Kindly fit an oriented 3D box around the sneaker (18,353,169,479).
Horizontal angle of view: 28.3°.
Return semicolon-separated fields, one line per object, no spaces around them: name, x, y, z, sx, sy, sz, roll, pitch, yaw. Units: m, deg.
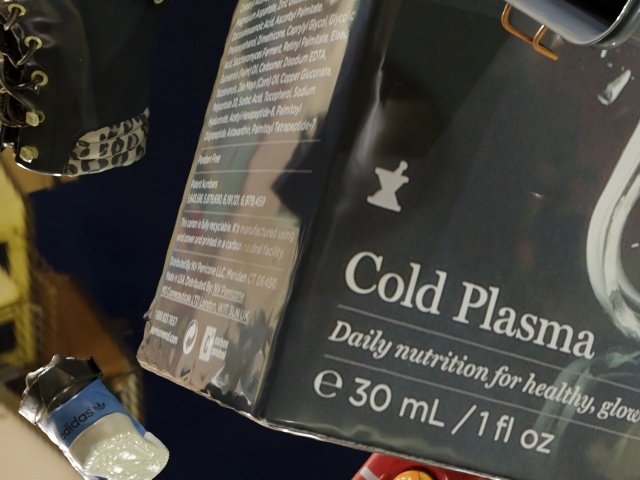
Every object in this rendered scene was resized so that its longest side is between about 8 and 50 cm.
sneaker;-0.150;0.120;0.832;0.084;0.058;0.152;49;-10;18

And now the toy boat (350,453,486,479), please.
toy boat;0.127;0.326;1.670;0.151;0.151;0.231;39;-87;10

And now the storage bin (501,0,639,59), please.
storage bin;0.141;-0.127;0.600;0.098;0.091;0.135;-61;-146;16

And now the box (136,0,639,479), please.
box;0.183;-0.069;0.888;0.297;0.480;0.471;3;-102;68

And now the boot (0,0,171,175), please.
boot;-0.174;-0.118;0.718;0.085;0.236;0.178;35;-57;35
